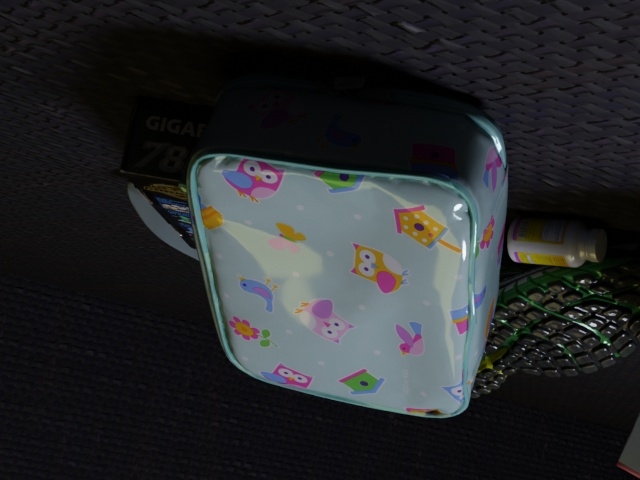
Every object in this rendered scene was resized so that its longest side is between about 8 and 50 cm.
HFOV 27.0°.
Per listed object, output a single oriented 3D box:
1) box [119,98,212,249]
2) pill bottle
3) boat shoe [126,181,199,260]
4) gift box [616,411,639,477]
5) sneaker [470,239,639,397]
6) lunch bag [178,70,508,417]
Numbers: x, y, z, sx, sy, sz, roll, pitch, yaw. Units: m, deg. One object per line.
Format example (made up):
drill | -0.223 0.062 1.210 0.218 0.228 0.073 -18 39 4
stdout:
box | 0.001 -0.030 1.175 0.296 0.073 0.293 9 168 8
pill bottle | 0.214 0.002 1.205 0.083 0.043 0.043 6 169 33
boat shoe | -0.109 -0.023 1.387 0.183 0.083 0.065 35 144 7
gift box | 0.414 0.117 1.077 0.255 0.276 0.258 20 -177 44
sneaker | 0.197 0.053 1.336 0.134 0.146 0.343 36 145 -29
lunch bag | 0.017 0.002 0.968 0.224 0.108 0.279 11 139 14
